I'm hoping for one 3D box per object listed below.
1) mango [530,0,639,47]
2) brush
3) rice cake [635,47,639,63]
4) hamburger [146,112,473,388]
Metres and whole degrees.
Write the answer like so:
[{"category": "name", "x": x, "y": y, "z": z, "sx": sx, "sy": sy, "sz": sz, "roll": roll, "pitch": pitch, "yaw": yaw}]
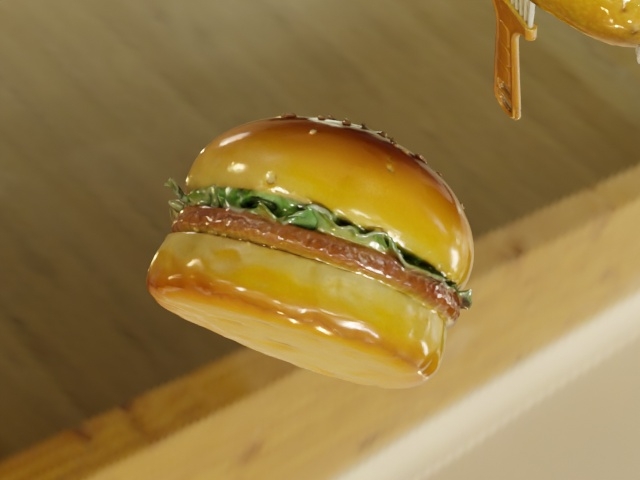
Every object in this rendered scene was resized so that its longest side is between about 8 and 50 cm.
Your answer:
[{"category": "mango", "x": 0.140, "y": -0.195, "z": 1.034, "sx": 0.157, "sy": 0.109, "sz": 0.262, "roll": 18, "pitch": -152, "yaw": -16}, {"category": "brush", "x": 0.179, "y": -0.192, "z": 1.881, "sx": 0.090, "sy": 0.017, "sz": 0.314, "roll": 58, "pitch": 173, "yaw": 21}, {"category": "rice cake", "x": 0.427, "y": -0.183, "z": 1.901, "sx": 0.256, "sy": 0.057, "sz": 0.052, "roll": 11, "pitch": -161, "yaw": 29}, {"category": "hamburger", "x": -0.001, "y": -0.001, "z": 1.426, "sx": 0.246, "sy": 0.170, "sz": 0.246, "roll": 19, "pitch": 171, "yaw": 3}]
